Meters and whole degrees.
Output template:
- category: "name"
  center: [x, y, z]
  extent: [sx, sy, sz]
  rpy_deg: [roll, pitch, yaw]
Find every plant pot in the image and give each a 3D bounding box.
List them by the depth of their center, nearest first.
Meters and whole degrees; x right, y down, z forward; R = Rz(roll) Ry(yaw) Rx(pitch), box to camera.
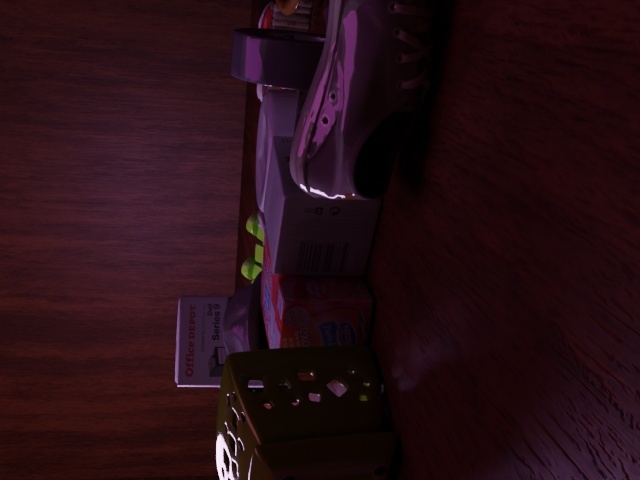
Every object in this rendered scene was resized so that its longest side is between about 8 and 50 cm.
- category: "plant pot"
  center: [-0.021, 0.304, 1.046]
  extent: [0.207, 0.227, 0.228]
  rpy_deg: [-116, 30, -55]

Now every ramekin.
- category: "ramekin"
  center: [-0.054, -0.176, 1.493]
  extent: [0.277, 0.135, 0.277]
  rpy_deg: [-178, 90, -78]

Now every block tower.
- category: "block tower"
  center: [-0.087, -0.429, 1.820]
  extent: [0.097, 0.091, 0.336]
  rpy_deg: [-112, 27, -66]

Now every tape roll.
- category: "tape roll"
  center: [-0.038, -0.301, 1.214]
  extent: [0.219, 0.219, 0.072]
  rpy_deg: [-116, 30, -67]

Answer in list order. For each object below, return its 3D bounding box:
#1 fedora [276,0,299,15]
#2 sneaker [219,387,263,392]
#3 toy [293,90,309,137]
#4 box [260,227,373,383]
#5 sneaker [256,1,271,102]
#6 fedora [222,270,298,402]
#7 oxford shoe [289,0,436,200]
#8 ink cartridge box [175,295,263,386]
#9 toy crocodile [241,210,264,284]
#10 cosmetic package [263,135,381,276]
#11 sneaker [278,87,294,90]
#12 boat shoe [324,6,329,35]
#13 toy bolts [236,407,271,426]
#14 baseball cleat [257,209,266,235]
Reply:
- category: "fedora"
  center: [-0.046, -0.596, 1.646]
  extent: [0.194, 0.079, 0.194]
  rpy_deg: [178, 90, -67]
- category: "sneaker"
  center: [-0.196, 0.395, 1.998]
  extent: [0.130, 0.286, 0.109]
  rpy_deg: [43, 101, 26]
- category: "toy"
  center: [0.009, -0.157, 1.288]
  extent: [0.056, 0.137, 0.237]
  rpy_deg: [19, 113, 37]
- category: "box"
  center: [-0.018, 0.102, 1.242]
  extent: [0.300, 0.142, 0.154]
  rpy_deg: [-115, 29, -67]
- category: "sneaker"
  center: [-0.099, -0.491, 1.948]
  extent: [0.118, 0.107, 0.279]
  rpy_deg: [18, 109, 59]
- category: "fedora"
  center: [-0.114, 0.190, 1.486]
  extent: [0.243, 0.124, 0.275]
  rpy_deg: [26, -121, -56]
- category: "oxford shoe"
  center: [0.082, -0.242, 0.879]
  extent: [0.130, 0.169, 0.449]
  rpy_deg: [29, 118, 27]
- category: "ink cartridge box"
  center: [-0.193, 0.241, 1.732]
  extent: [0.121, 0.289, 0.211]
  rpy_deg: [140, 131, -76]
- category: "toy crocodile"
  center: [-0.131, 0.025, 1.962]
  extent: [0.115, 0.105, 0.341]
  rpy_deg: [29, 123, 32]
- category: "cosmetic package"
  center: [-0.004, -0.056, 1.176]
  extent: [0.184, 0.151, 0.151]
  rpy_deg: [-104, 20, -51]
- category: "sneaker"
  center: [-0.060, -0.364, 1.658]
  extent: [0.208, 0.094, 0.082]
  rpy_deg: [-143, 54, -78]
- category: "boat shoe"
  center: [0.026, -0.397, 1.405]
  extent: [0.035, 0.035, 0.100]
  rpy_deg: [52, -152, -63]
- category: "toy bolts"
  center: [-0.179, 0.530, 1.947]
  extent: [0.228, 0.158, 0.218]
  rpy_deg: [107, 161, -53]
- category: "baseball cleat"
  center: [-0.089, -0.007, 1.805]
  extent: [0.109, 0.072, 0.206]
  rpy_deg: [-32, 75, 28]
